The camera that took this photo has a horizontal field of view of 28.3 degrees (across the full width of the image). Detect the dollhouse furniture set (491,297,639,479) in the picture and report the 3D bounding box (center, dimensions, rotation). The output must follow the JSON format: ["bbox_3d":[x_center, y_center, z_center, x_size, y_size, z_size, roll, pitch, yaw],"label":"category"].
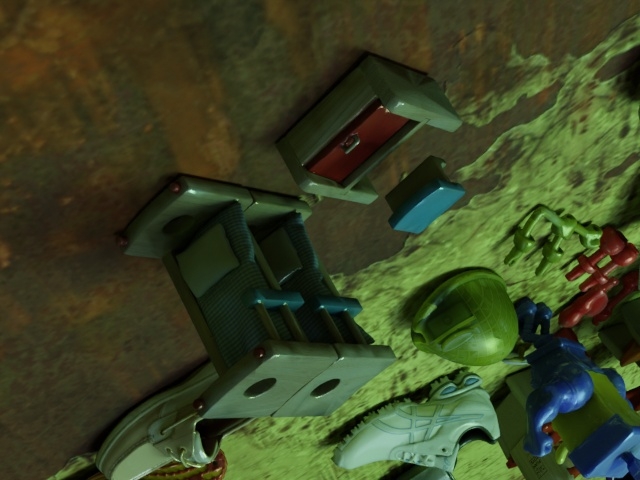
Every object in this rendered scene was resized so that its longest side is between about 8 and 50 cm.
[{"bbox_3d":[0.329,0.197,1.465,0.259,0.135,0.262,-16,151,-30],"label":"dollhouse furniture set"}]

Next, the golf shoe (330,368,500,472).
[{"bbox_3d":[0.100,0.201,1.281,0.176,0.086,0.069,-24,156,-10],"label":"golf shoe"}]

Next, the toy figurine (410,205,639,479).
[{"bbox_3d":[0.255,0.128,1.164,0.191,0.217,0.362,-39,154,17],"label":"toy figurine"}]

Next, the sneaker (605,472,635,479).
[{"bbox_3d":[0.402,0.227,1.417,0.098,0.083,0.224,-18,152,-39],"label":"sneaker"}]

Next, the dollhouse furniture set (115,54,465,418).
[{"bbox_3d":[0.000,0.000,0.746,0.183,0.129,0.129,-42,153,25],"label":"dollhouse furniture set"}]

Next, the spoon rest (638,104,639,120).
[{"bbox_3d":[0.354,-0.148,0.899,0.276,0.084,0.137,-26,157,22],"label":"spoon rest"}]

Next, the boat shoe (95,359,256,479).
[{"bbox_3d":[-0.100,0.145,0.984,0.170,0.059,0.063,-37,149,11],"label":"boat shoe"}]

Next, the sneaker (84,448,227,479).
[{"bbox_3d":[-0.162,0.208,1.054,0.175,0.064,0.067,-20,169,-6],"label":"sneaker"}]

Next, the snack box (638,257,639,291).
[{"bbox_3d":[0.335,-0.019,1.131,0.100,0.037,0.141,-23,129,-19],"label":"snack box"}]

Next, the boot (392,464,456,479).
[{"bbox_3d":[0.076,0.346,1.557,0.208,0.076,0.190,-36,158,-5],"label":"boot"}]
